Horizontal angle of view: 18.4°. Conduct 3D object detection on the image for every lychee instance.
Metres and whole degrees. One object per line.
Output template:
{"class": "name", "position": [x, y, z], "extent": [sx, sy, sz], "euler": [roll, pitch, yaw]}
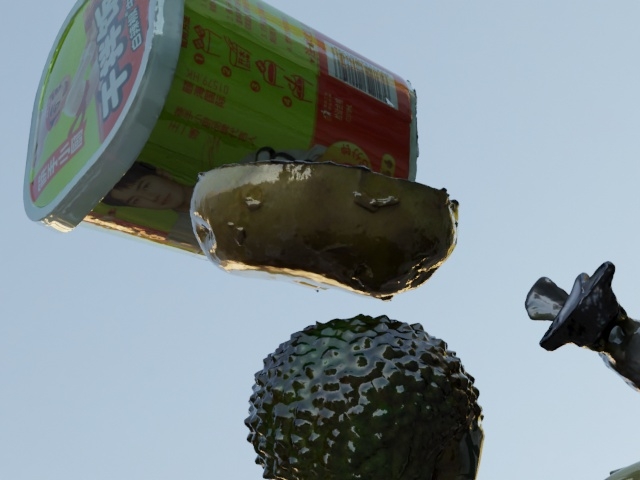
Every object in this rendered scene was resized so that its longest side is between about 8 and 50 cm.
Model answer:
{"class": "lychee", "position": [0.025, 0.124, 1.336], "extent": [0.171, 0.171, 0.171], "euler": [-31, -31, -21]}

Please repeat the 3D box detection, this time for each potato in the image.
{"class": "potato", "position": [0.000, 0.000, 1.444], "extent": [0.164, 0.200, 0.081], "euler": [43, -126, -69]}

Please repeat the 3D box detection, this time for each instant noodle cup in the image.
{"class": "instant noodle cup", "position": [-0.085, -0.103, 1.875], "extent": [0.308, 0.294, 0.294], "euler": [21, -64, -25]}

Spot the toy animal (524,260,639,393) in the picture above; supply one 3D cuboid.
{"class": "toy animal", "position": [0.232, 0.078, 1.350], "extent": [0.070, 0.202, 0.105], "euler": [-62, -9, -6]}

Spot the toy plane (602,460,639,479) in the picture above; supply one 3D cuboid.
{"class": "toy plane", "position": [0.296, 0.160, 1.413], "extent": [0.244, 0.092, 0.229], "euler": [-20, 2, -13]}
